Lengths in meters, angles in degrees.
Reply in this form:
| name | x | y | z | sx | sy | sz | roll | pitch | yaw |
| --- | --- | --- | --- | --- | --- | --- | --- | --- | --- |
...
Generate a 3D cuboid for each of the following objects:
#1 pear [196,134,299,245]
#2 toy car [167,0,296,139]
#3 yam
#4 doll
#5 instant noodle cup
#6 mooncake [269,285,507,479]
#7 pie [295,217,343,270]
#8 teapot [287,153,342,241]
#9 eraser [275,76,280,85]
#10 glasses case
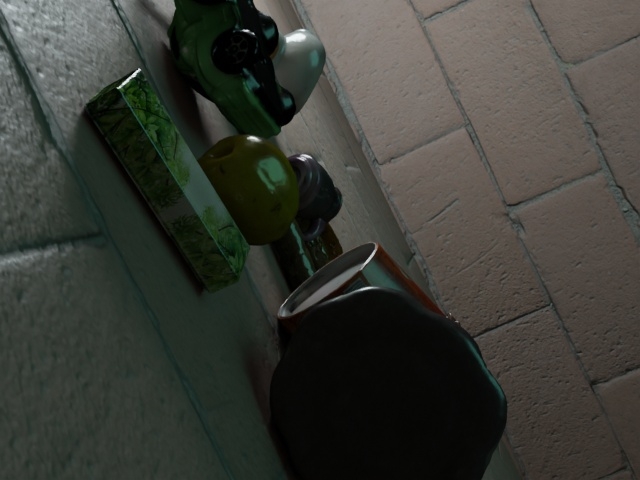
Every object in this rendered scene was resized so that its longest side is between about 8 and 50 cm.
| name | x | y | z | sx | sy | sz | roll | pitch | yaw |
| --- | --- | --- | --- | --- | --- | --- | --- | --- | --- |
| pear | -0.101 | -0.072 | 1.233 | 0.162 | 0.149 | 0.149 | 52 | 16 | -31 |
| toy car | -0.169 | -0.334 | 1.467 | 0.213 | 0.176 | 0.359 | 48 | 25 | -63 |
| yam | -0.052 | 0.009 | 1.511 | 0.274 | 0.061 | 0.061 | 67 | 11 | 8 |
| doll | -0.110 | -0.382 | 1.889 | 0.221 | 0.221 | 0.251 | 63 | -12 | -5 |
| instant noodle cup | 0.067 | 0.133 | 1.352 | 0.192 | 0.250 | 0.250 | 54 | 13 | -10 |
| mooncake | 0.088 | 0.210 | 1.131 | 0.154 | 0.306 | 0.306 | 31 | 35 | -79 |
| pie | 0.000 | 0.000 | 1.809 | 0.195 | 0.046 | 0.195 | 57 | 12 | -19 |
| teapot | -0.017 | -0.078 | 1.675 | 0.146 | 0.116 | 0.148 | 32 | 38 | -51 |
| eraser | -0.153 | -0.339 | 1.708 | 0.150 | 0.103 | 0.023 | 64 | 3 | -2 |
| glasses case | -0.183 | -0.068 | 1.062 | 0.272 | 0.062 | 0.095 | 60 | 17 | -19 |
